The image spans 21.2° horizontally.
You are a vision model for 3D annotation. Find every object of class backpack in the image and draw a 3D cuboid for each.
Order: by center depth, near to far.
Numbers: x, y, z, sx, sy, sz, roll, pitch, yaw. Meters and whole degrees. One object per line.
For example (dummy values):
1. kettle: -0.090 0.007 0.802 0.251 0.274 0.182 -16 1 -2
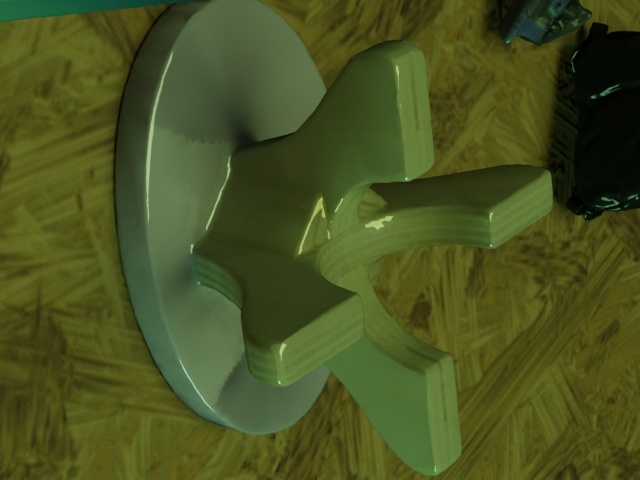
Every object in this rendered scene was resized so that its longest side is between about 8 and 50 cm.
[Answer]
1. backpack: 0.273 -0.083 1.321 0.182 0.115 0.152 4 93 -53

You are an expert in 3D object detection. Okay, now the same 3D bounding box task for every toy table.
1. toy table: 0.000 0.000 0.983 0.252 0.161 0.274 -42 129 -35

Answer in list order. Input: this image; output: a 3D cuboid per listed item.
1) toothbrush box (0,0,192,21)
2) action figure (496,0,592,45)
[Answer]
1. toothbrush box: -0.188 -0.184 0.604 0.216 0.295 0.126 46 53 -43
2. action figure: 0.245 -0.286 1.218 0.330 0.178 0.341 27 113 -32
